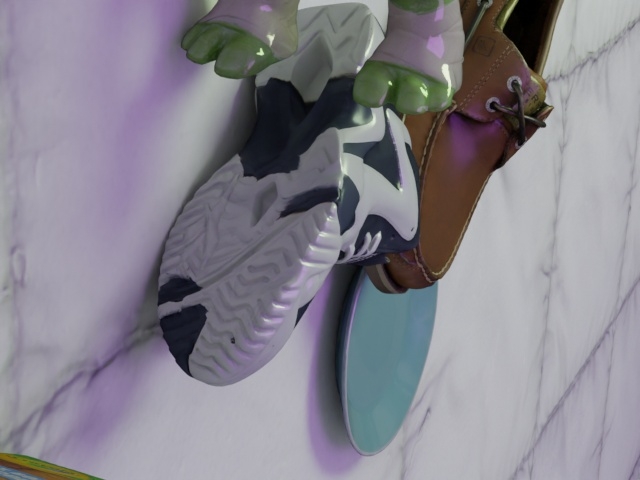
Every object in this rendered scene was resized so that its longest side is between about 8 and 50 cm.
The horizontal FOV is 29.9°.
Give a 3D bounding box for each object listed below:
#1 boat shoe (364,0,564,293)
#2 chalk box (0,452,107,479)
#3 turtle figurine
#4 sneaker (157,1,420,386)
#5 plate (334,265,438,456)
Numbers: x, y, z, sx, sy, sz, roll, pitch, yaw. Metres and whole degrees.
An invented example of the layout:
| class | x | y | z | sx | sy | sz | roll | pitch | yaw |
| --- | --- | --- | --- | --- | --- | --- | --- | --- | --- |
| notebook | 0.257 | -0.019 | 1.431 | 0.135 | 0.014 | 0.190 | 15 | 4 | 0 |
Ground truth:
| class | x | y | z | sx | sy | sz | roll | pitch | yaw |
| --- | --- | --- | --- | --- | --- | --- | --- | --- | --- |
| boat shoe | 0.106 | -0.107 | 0.838 | 0.111 | 0.104 | 0.307 | 45 | 54 | -56 |
| chalk box | -0.107 | 0.153 | 0.445 | 0.213 | 0.132 | 0.132 | 31 | 70 | -66 |
| turtle figurine | 0.008 | -0.180 | 0.493 | 0.275 | 0.198 | 0.266 | -118 | -151 | -54 |
| sneaker | 0.000 | 0.000 | 0.673 | 0.153 | 0.094 | 0.235 | 56 | 38 | -47 |
| plate | 0.047 | 0.067 | 0.899 | 0.188 | 0.024 | 0.188 | 11 | 90 | -67 |
